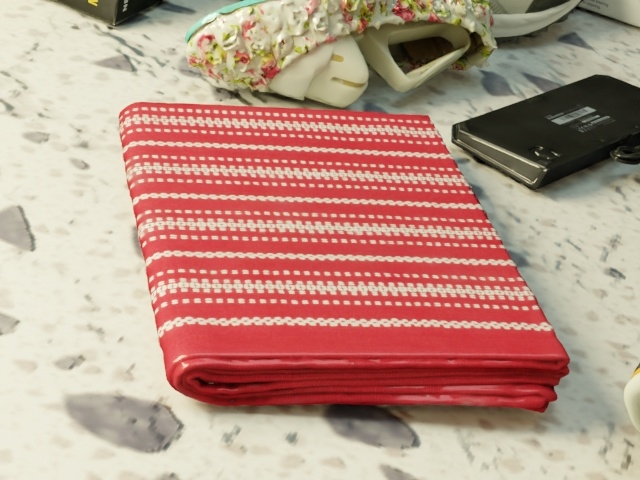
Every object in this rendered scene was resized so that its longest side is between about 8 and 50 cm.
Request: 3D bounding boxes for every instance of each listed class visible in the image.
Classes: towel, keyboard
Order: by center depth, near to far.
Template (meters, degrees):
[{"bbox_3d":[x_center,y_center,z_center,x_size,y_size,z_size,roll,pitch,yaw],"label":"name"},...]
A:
[{"bbox_3d":[0.000,0.000,0.848,0.199,0.031,0.275,2,30,-14],"label":"towel"},{"bbox_3d":[0.177,-0.067,1.035,0.108,0.023,0.180,27,34,34],"label":"keyboard"}]

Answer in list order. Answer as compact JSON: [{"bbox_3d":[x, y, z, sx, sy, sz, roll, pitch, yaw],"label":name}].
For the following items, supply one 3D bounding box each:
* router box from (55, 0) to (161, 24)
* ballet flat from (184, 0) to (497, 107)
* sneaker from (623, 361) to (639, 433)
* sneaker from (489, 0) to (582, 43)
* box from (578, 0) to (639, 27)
[{"bbox_3d":[-0.194,-0.328,1.040,0.243,0.309,0.081,23,31,17],"label":"router box"},{"bbox_3d":[0.027,-0.128,1.028,0.241,0.091,0.077,-18,74,-35],"label":"ballet flat"},{"bbox_3d":[0.222,0.064,0.754,0.126,0.127,0.321,36,12,23],"label":"sneaker"},{"bbox_3d":[0.080,-0.210,1.150,0.272,0.108,0.100,1,31,-22],"label":"sneaker"},{"bbox_3d":[0.234,-0.250,1.243,0.126,0.137,0.072,22,31,15],"label":"box"}]
